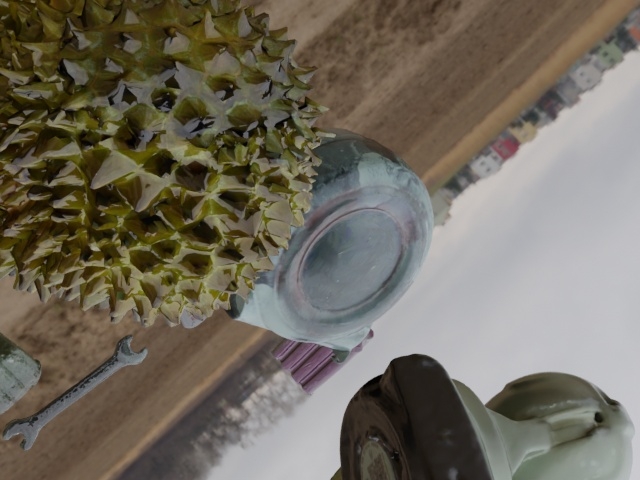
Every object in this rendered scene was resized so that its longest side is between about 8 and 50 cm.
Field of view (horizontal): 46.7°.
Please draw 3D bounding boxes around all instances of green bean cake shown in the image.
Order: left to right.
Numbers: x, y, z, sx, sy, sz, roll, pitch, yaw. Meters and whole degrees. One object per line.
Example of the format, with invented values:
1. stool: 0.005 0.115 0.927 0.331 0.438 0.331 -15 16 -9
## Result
1. green bean cake: -0.606 0.232 1.283 0.181 0.173 0.094 -48 139 -28

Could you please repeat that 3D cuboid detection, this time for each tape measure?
1. tape measure: 0.000 0.000 0.898 0.256 0.147 0.275 24 104 -43

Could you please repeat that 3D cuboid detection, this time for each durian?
1. durian: -0.135 -0.084 0.497 0.258 0.293 0.258 -60 -170 18

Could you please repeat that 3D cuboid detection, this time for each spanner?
1. spanner: -0.386 0.239 1.181 0.254 0.054 0.015 -38 -160 -29

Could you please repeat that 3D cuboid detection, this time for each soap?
1. soap: 0.001 0.197 1.406 0.065 0.122 0.203 -37 171 -45

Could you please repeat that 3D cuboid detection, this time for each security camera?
1. security camera: 0.176 0.217 0.736 0.277 0.197 0.191 -4 142 -21

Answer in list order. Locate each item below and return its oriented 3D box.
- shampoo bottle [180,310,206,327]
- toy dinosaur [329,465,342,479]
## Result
1. shampoo bottle: -0.225 0.065 1.226 0.080 0.040 0.165 -45 135 -34
2. toy dinosaur: 0.006 0.509 1.269 0.206 0.327 0.113 5 -161 44
